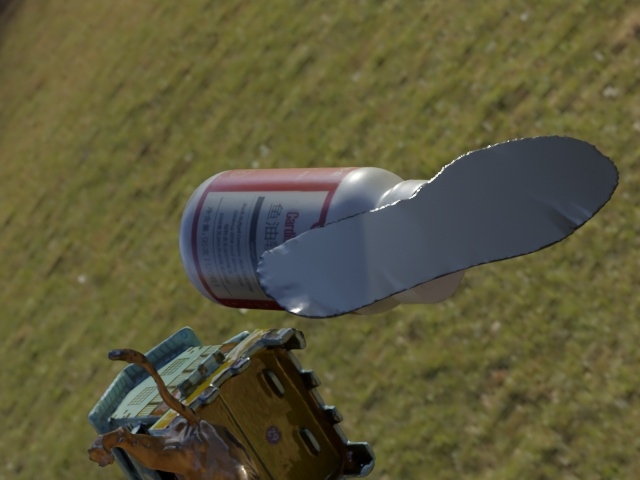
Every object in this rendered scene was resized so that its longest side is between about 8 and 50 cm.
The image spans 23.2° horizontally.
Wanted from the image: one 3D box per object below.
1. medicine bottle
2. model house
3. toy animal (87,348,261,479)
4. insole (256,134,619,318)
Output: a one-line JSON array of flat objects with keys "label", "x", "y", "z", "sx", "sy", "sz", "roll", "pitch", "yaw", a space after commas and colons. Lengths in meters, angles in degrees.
[{"label": "medicine bottle", "x": 0.000, "y": 0.000, "z": 1.392, "sx": 0.250, "sy": 0.131, "sz": 0.131, "roll": 1, "pitch": 56, "yaw": 40}, {"label": "model house", "x": -0.096, "y": 0.221, "z": 1.640, "sx": 0.198, "sy": 0.224, "sz": 0.215, "roll": -42, "pitch": 19, "yaw": -31}, {"label": "toy animal", "x": -0.091, "y": 0.179, "z": 1.228, "sx": 0.114, "sy": 0.255, "sz": 0.116, "roll": -11, "pitch": 28, "yaw": 19}, {"label": "insole", "x": 0.056, "y": -0.007, "z": 0.668, "sx": 0.064, "sy": 0.188, "sz": 0.004, "roll": 47, "pitch": 144, "yaw": 33}]
